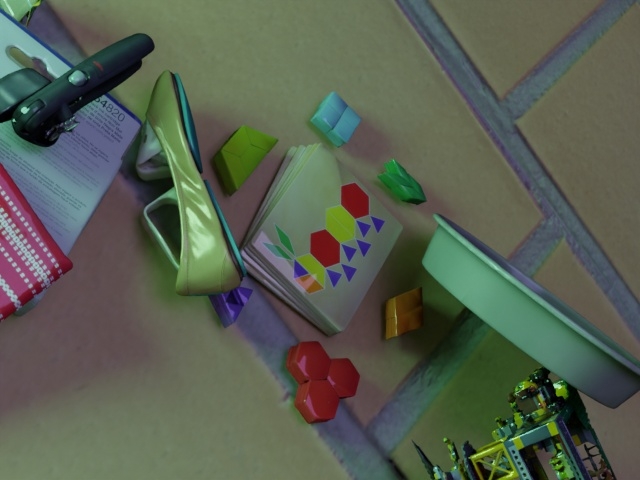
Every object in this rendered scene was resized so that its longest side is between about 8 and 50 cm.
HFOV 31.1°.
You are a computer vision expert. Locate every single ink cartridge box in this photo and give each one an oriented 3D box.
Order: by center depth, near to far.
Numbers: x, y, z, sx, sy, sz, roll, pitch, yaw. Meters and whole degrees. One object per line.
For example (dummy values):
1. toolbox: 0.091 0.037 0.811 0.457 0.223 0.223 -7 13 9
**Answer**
1. ink cartridge box: -0.287 -0.085 0.980 0.223 0.045 0.224 39 49 -19

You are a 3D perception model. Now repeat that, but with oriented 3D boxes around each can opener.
1. can opener: -0.206 -0.140 1.001 0.073 0.059 0.186 55 46 -5

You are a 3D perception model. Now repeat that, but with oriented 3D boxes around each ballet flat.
1. ballet flat: -0.136 -0.055 1.071 0.073 0.080 0.232 -18 68 -6

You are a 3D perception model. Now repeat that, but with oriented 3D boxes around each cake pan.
1. cake pan: 0.223 0.078 1.210 0.293 0.054 0.293 36 7 -5

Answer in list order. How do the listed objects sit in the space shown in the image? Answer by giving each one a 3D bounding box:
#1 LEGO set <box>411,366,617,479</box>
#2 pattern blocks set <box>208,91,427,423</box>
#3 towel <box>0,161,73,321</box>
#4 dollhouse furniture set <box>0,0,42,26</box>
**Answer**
1. LEGO set: 0.212 0.310 1.160 0.331 0.192 0.255 63 17 -1
2. pattern blocks set: 0.000 0.000 1.190 0.285 0.026 0.325 51 48 -9
3. towel: -0.343 0.015 0.851 0.275 0.031 0.199 -39 102 -31
4. dollhouse furniture set: -0.280 -0.277 1.054 0.058 0.076 0.152 -28 88 -43
